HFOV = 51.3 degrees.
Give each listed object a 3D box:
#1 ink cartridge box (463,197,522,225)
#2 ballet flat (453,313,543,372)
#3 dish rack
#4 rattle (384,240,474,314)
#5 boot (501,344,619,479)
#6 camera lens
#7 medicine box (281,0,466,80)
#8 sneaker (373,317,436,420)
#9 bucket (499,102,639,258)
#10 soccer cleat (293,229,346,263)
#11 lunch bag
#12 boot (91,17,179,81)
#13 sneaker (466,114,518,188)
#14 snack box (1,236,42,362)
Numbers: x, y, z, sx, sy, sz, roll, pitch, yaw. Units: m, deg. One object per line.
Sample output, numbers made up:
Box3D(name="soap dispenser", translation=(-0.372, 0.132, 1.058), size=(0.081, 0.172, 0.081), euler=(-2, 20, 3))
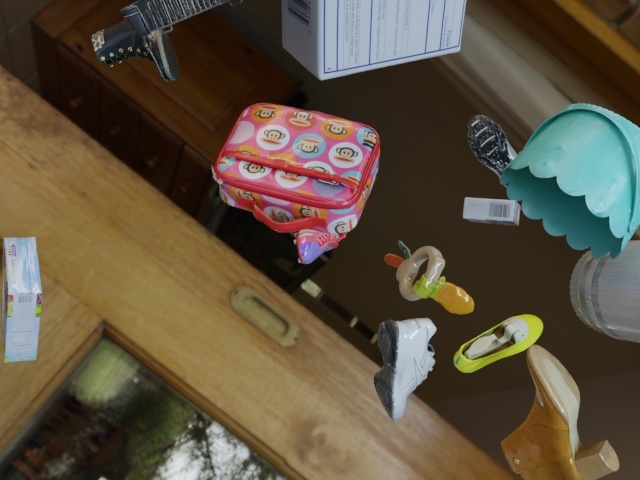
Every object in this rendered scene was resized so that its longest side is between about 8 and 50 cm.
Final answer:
Box3D(name="ink cartridge box", translation=(0.227, -0.036, 0.871), size=(0.115, 0.062, 0.029), euler=(8, 87, -68))
Box3D(name="ballet flat", translation=(0.402, 0.222, 1.488), size=(0.231, 0.077, 0.077), euler=(-26, 144, -8))
Box3D(name="dish rack", translation=(-0.245, -0.494, 1.345), size=(0.271, 0.074, 0.208), euler=(-16, -152, 14))
Box3D(name="rattle", translation=(0.238, 0.078, 1.465), size=(0.199, 0.142, 0.130), euler=(-166, -93, -73))
Box3D(name="boot", translation=(0.446, 0.380, 1.374), size=(0.104, 0.295, 0.211), euler=(-20, 165, -46))
Box3D(name="camera lens", translation=(0.690, 0.108, 1.388), size=(0.219, 0.219, 0.274), euler=(-52, -166, -11))
Box3D(name="medicine box", translation=(0.093, -0.437, 1.100), size=(0.289, 0.149, 0.263), euler=(-17, 131, -21))
Box3D(name="sneaker", translation=(0.198, 0.297, 1.510), size=(0.111, 0.129, 0.297), euler=(-122, -152, -47))
Box3D(name="bucket", translation=(0.511, -0.119, 1.288), size=(0.183, 0.281, 0.281), euler=(-50, -177, -5))
Box3D(name="soccer cleat", translation=(0.000, 0.000, 1.646), size=(0.095, 0.083, 0.248), euler=(-10, -173, 13))
Box3D(name="lunch bag", translation=(-0.048, -0.127, 1.270), size=(0.120, 0.293, 0.258), euler=(88, 20, -54))
Box3D(name="boot", translation=(-0.461, -0.466, 1.664), size=(0.178, 0.236, 0.085), euler=(-25, 161, 7))
Box3D(name="sneaker", translation=(0.501, -0.236, 1.873), size=(0.100, 0.271, 0.108), euler=(-38, -171, 13))
Box3D(name="snack box", translation=(-0.636, 0.126, 1.411), size=(0.174, 0.070, 0.207), euler=(60, -39, 42))
